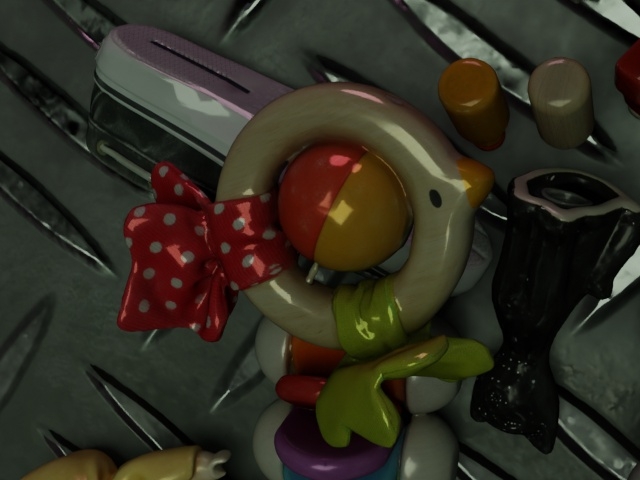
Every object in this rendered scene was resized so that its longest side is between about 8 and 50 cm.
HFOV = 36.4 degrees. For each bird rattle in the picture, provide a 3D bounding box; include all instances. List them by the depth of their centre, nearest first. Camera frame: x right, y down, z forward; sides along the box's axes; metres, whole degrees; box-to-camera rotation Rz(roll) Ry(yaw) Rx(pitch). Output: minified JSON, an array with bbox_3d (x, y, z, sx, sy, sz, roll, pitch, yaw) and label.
[{"bbox_3d":[0.000,0.000,0.609,0.253,0.143,0.207,35,112,23],"label":"bird rattle"}]

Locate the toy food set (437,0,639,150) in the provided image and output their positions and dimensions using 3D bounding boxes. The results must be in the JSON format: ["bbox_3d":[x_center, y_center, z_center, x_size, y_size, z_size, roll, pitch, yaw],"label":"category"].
[{"bbox_3d":[0.194,-0.141,0.653,0.111,0.104,0.232,42,92,21],"label":"toy food set"}]

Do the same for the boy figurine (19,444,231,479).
[{"bbox_3d":[-0.122,0.251,0.816,0.285,0.092,0.177,9,103,17],"label":"boy figurine"}]

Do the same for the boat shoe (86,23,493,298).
[{"bbox_3d":[-0.032,-0.041,0.731,0.335,0.121,0.119,33,123,16],"label":"boat shoe"}]

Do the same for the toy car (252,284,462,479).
[{"bbox_3d":[0.019,0.129,0.720,0.159,0.136,0.182,6,101,17],"label":"toy car"}]

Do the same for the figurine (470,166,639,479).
[{"bbox_3d":[0.201,0.087,0.650,0.215,0.092,0.210,32,125,36],"label":"figurine"}]
